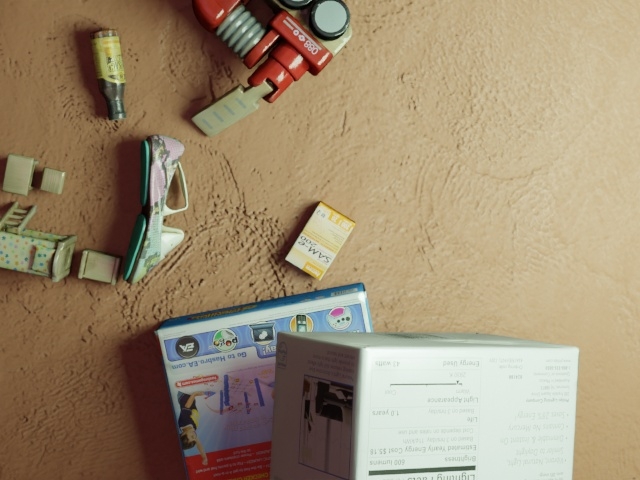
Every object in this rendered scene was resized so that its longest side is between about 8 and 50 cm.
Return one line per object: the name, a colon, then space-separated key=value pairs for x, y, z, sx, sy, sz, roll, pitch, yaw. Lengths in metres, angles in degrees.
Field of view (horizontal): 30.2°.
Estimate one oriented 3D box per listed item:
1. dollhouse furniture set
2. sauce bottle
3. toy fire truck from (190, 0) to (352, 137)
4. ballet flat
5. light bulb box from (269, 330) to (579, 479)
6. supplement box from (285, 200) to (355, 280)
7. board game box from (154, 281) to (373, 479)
dollhouse furniture set: x=-0.372 y=-0.027 z=1.694 sx=0.181 sy=0.101 sz=0.161 roll=12 pitch=97 yaw=-1
sauce bottle: x=-0.300 y=-0.237 z=1.700 sx=0.042 sy=0.042 sz=0.128 roll=-9 pitch=99 yaw=2
toy fire truck: x=-0.109 y=-0.276 z=1.654 sx=0.217 sy=0.158 sz=0.246 roll=42 pitch=85 yaw=-5
ballet flat: x=-0.232 y=-0.040 z=1.713 sx=0.079 sy=0.077 sz=0.222 roll=7 pitch=97 yaw=-20
light bulb box: x=0.135 y=0.309 z=1.582 sx=0.357 sy=0.225 sz=0.361 roll=4 pitch=89 yaw=-30
supplement box: x=0.000 y=0.000 z=1.727 sx=0.062 sy=0.036 sz=0.098 roll=31 pitch=97 yaw=-3
board game box: x=-0.056 y=0.240 z=1.732 sx=0.308 sy=0.086 sz=0.302 roll=-10 pitch=97 yaw=2
